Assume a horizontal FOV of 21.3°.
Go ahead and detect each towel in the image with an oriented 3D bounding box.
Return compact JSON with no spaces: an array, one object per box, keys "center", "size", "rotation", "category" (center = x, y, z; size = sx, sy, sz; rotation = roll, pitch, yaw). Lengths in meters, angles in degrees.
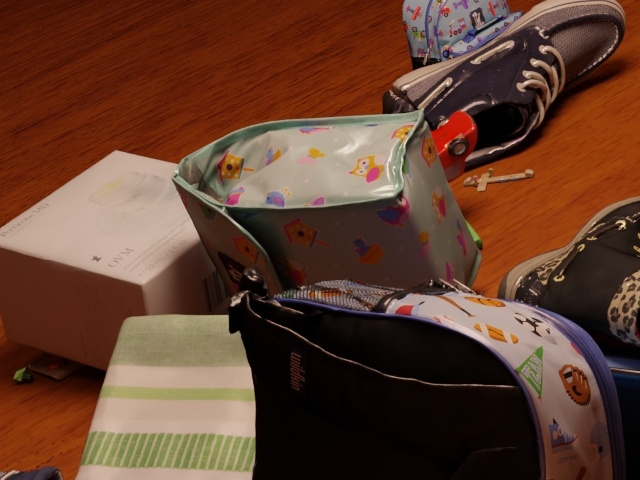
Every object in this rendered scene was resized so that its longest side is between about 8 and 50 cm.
[{"center":[-0.095,0.194,1.393],"size":[0.247,0.038,0.325],"rotation":[-2,51,20],"category":"towel"}]

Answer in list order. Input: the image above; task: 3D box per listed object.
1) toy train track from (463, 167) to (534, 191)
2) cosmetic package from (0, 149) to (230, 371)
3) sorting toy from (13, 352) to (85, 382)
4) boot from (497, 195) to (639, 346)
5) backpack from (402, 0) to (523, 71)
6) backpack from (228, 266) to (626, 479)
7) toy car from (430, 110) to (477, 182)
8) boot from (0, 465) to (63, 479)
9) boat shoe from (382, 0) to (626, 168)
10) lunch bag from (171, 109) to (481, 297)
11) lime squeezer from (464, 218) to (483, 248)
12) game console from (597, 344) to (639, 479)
[{"center":[0.208,-0.076,1.992],"size":[0.083,0.014,0.048],"rotation":[-7,25,18],"category":"toy train track"},{"center":[-0.196,0.024,1.827],"size":[0.224,0.138,0.224],"rotation":[12,35,32],"category":"cosmetic package"},{"center":[-0.289,0.134,1.835],"size":[0.083,0.012,0.062],"rotation":[-31,29,-32],"category":"sorting toy"},{"center":[0.304,0.032,1.585],"size":[0.236,0.085,0.178],"rotation":[-27,20,-30],"category":"boot"},{"center":[0.191,-0.271,2.229],"size":[0.158,0.173,0.117],"rotation":[-28,27,-27],"category":"backpack"},{"center":[0.085,0.152,1.193],"size":[0.213,0.277,0.263],"rotation":[-14,14,-40],"category":"backpack"},{"center":[0.052,-0.047,1.907],"size":[0.225,0.053,0.239],"rotation":[9,57,46],"category":"toy car"},{"center":[-0.290,0.255,1.499],"size":[0.086,0.069,0.190],"rotation":[-13,22,14],"category":"boot"},{"center":[0.257,-0.190,2.103],"size":[0.340,0.127,0.158],"rotation":[-28,32,-9],"category":"boat shoe"},{"center":[0.000,0.000,1.678],"size":[0.262,0.223,0.160],"rotation":[-5,45,22],"category":"lunch bag"},{"center":[0.078,-0.048,1.958],"size":[0.310,0.059,0.110],"rotation":[7,32,39],"category":"lime squeezer"},{"center":[0.237,0.105,1.385],"size":[0.293,0.173,0.250],"rotation":[5,32,38],"category":"game console"}]
